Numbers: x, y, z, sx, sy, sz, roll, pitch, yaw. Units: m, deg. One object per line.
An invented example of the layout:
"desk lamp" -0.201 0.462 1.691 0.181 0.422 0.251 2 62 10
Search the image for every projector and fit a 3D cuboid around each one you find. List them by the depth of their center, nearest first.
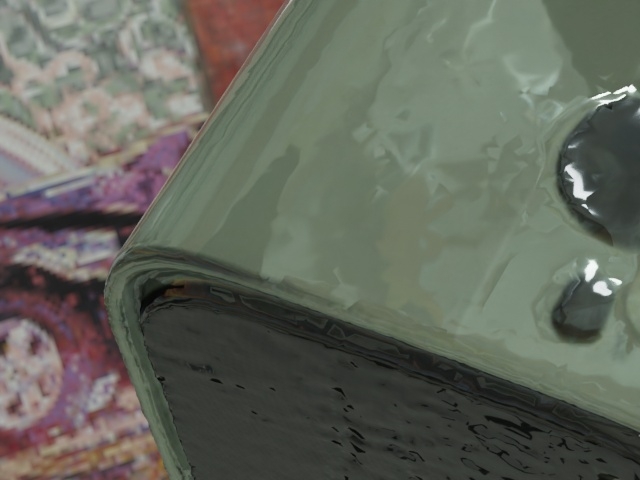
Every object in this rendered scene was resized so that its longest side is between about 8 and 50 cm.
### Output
"projector" 0.093 0.008 0.653 0.249 0.248 0.249 20 60 20
